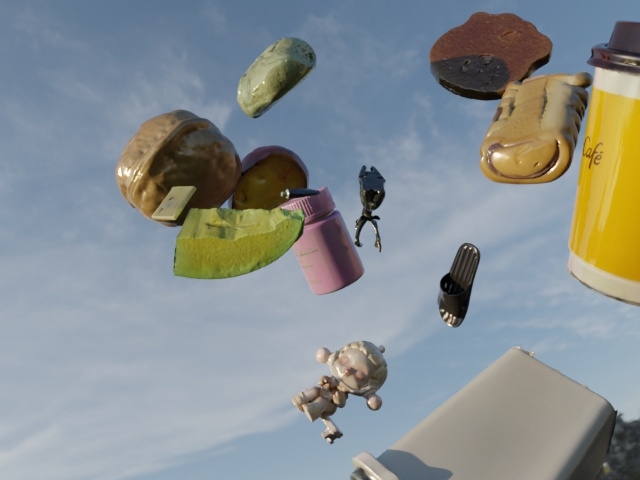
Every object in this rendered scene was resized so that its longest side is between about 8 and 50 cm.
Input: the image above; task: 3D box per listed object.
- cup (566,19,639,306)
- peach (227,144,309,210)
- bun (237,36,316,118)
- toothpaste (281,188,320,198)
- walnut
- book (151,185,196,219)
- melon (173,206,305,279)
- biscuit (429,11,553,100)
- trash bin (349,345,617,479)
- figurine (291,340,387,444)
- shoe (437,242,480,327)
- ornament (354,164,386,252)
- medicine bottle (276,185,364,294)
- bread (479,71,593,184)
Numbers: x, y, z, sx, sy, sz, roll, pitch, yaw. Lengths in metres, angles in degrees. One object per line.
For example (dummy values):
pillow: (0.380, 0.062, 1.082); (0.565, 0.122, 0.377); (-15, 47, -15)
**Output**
cup: (0.352, -0.082, 0.553); (0.196, 0.196, 0.279); (-7, -62, -21)
peach: (-0.191, -0.170, 1.890); (0.281, 0.338, 0.281); (15, -40, 13)
bun: (-0.107, -0.384, 1.255); (0.221, 0.221, 0.108); (-35, -73, 23)
toothpaste: (-0.040, -0.095, 1.086); (0.083, 0.027, 0.019); (-6, -71, -25)
walnut: (-0.442, -0.220, 1.697); (0.381, 0.381, 0.381); (-14, -32, -9)
book: (-0.373, -0.097, 1.382); (0.077, 0.111, 0.014); (2, -40, 30)
melon: (-0.182, -0.007, 1.285); (0.324, 0.196, 0.124); (-3, -39, 13)
biscuit: (0.415, -0.462, 1.360); (0.257, 0.273, 0.049); (-42, -33, -3)
trash bin: (0.256, 0.361, 0.771); (0.368, 0.296, 0.255); (-35, -50, -24)
figurine: (0.068, 0.341, 1.290); (0.257, 0.182, 0.144); (-39, -53, -12)
shoe: (0.236, 0.080, 0.962); (0.053, 0.062, 0.159); (-2, -67, -43)
ornament: (0.136, -0.064, 1.482); (0.080, 0.202, 0.236); (2, -62, -1)
medicine bottle: (0.000, 0.000, 1.627); (0.178, 0.290, 0.178); (-24, 9, 4)
bread: (0.324, -0.172, 0.811); (0.134, 0.225, 0.081); (0, -45, 41)
